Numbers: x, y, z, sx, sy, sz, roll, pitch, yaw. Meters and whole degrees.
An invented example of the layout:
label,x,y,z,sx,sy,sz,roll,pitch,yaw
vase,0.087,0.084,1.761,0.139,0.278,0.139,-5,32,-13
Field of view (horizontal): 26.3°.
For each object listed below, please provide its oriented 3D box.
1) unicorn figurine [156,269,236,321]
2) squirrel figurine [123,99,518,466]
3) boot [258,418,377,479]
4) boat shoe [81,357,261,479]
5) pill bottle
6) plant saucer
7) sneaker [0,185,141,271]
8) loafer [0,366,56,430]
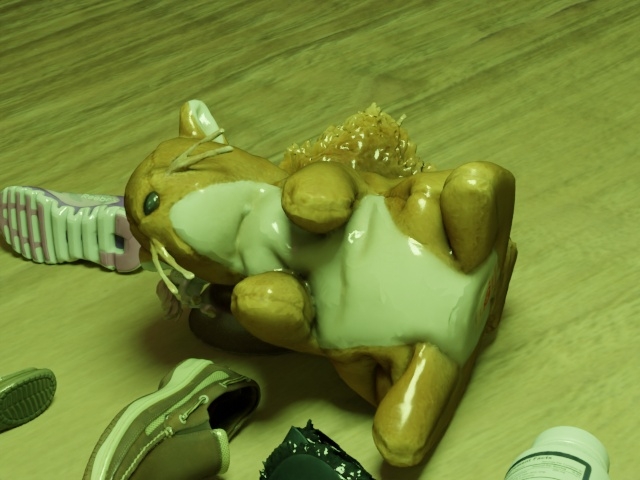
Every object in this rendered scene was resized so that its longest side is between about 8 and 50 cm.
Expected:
label,x,y,z,sx,sy,sz,roll,pitch,yaw
unicorn figurine,-0.110,0.032,1.532,0.162,0.060,0.111,-12,30,-18
squirrel figurine,0.000,0.000,1.394,0.370,0.281,0.397,16,14,16
boot,-0.024,0.255,0.984,0.207,0.094,0.246,-50,27,3
boat shoe,-0.129,0.186,1.268,0.095,0.095,0.257,10,29,17
pill bottle,0.188,0.226,1.113,0.094,0.094,0.169,4,27,20
plant saucer,-0.054,0.066,1.564,0.198,0.036,0.198,-5,25,2
sneaker,-0.301,-0.023,1.749,0.236,0.095,0.104,11,24,22
loafer,-0.337,0.166,1.392,0.148,0.056,0.050,-26,38,-36
